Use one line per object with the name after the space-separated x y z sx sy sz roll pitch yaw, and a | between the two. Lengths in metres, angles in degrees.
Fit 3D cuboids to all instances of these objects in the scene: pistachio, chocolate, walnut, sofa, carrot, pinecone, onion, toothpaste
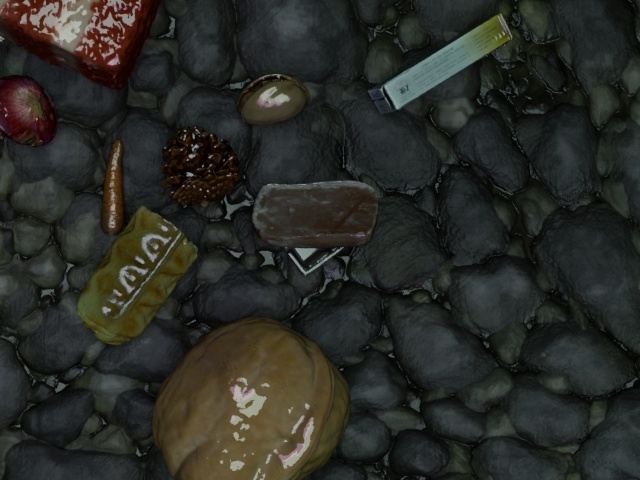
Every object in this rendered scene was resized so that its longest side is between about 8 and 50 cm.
-0.097 -0.284 1.865 0.149 0.113 0.113 -19 93 6 | pistachio
-0.008 -0.039 1.845 0.254 0.080 0.157 0 48 11 | chocolate
-0.129 0.328 1.744 0.381 0.381 0.381 0 90 -10 | walnut
0.000 0.000 1.896 0.147 0.060 0.085 -35 95 -8 | sofa
-0.411 -0.106 1.838 0.047 0.047 0.191 4 85 -10 | carrot
-0.241 -0.147 1.816 0.173 0.173 0.173 0 90 -10 | pinecone
-0.594 -0.237 1.778 0.140 0.150 0.150 -22 94 28 | onion
0.251 -0.366 1.927 0.313 0.089 0.071 -33 102 -9 | toothpaste

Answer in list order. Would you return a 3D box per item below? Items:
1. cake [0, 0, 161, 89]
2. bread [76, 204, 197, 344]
-0.467 -0.469 1.713 0.319 0.269 0.270 24 86 -10 | cake
-0.363 0.078 1.802 0.152 0.130 0.268 35 85 -12 | bread
